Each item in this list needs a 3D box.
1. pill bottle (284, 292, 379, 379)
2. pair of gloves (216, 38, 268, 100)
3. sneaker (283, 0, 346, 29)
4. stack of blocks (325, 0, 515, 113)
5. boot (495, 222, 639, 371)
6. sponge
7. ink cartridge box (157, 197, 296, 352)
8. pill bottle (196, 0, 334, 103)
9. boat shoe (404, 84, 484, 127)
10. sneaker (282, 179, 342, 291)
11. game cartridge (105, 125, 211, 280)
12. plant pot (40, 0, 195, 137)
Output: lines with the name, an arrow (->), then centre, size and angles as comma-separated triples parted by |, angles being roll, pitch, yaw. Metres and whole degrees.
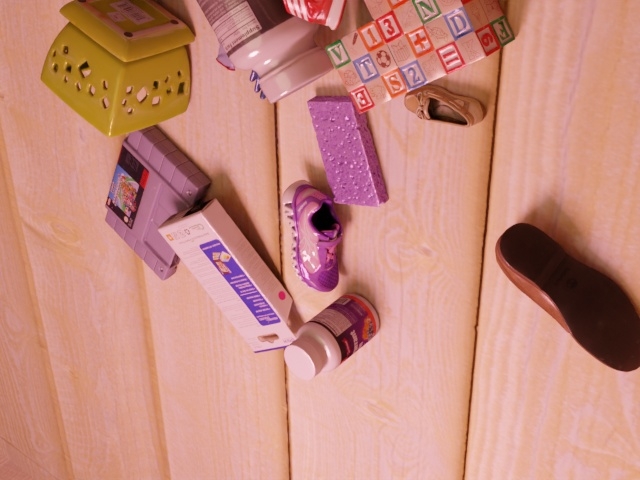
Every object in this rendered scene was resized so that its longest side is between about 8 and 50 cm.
pill bottle -> 0.020, 0.194, 2.062 | 0.108, 0.193, 0.108 | 25, 132, 32
pair of gloves -> -0.129, -0.360, 1.969 | 0.198, 0.023, 0.159 | 39, 140, 20
sneaker -> -0.005, -0.457, 1.661 | 0.128, 0.087, 0.221 | 12, 109, -5
stack of blocks -> 0.144, -0.335, 1.660 | 0.297, 0.087, 0.171 | -19, 102, 49
boot -> 0.410, 0.095, 1.708 | 0.305, 0.112, 0.115 | 45, 169, 6
sponge -> 0.050, -0.164, 1.916 | 0.117, 0.031, 0.210 | 6, 121, 44
ink cartridge box -> -0.186, 0.084, 2.265 | 0.175, 0.069, 0.371 | -16, 114, 48
pill bottle -> -0.109, -0.406, 1.794 | 0.176, 0.176, 0.319 | -22, 100, 50
boat shoe -> 0.196, -0.219, 1.717 | 0.153, 0.048, 0.056 | 23, 130, 33
sneaker -> 0.000, 0.000, 2.023 | 0.104, 0.095, 0.236 | 12, 124, 45
game cartridge -> -0.387, -0.089, 2.385 | 0.230, 0.068, 0.355 | 41, 138, 11
plant pot -> -0.396, -0.372, 2.079 | 0.228, 0.227, 0.207 | 38, 131, 21
